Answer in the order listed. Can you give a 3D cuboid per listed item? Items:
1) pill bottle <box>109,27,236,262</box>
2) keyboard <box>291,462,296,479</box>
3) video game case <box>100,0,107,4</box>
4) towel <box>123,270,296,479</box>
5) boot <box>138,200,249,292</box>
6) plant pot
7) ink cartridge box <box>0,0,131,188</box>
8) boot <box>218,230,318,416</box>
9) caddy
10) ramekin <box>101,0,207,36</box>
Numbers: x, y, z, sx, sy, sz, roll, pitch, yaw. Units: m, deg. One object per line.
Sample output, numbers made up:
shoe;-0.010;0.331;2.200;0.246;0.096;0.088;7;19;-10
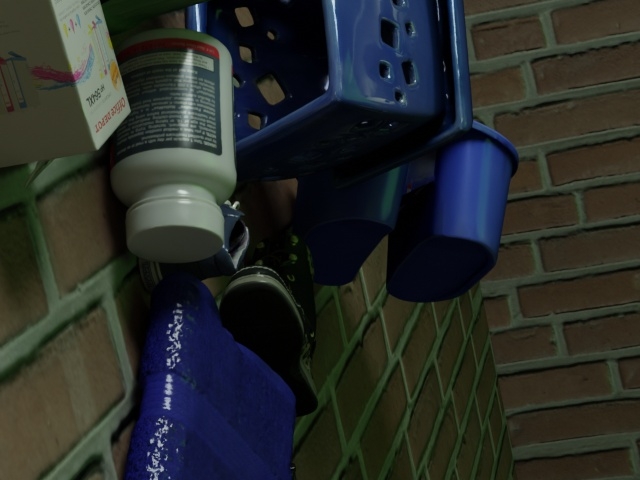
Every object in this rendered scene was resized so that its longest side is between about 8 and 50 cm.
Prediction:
pill bottle;-0.125;-0.078;1.253;0.108;0.108;0.180;53;30;-62
keyboard;-0.063;0.292;1.427;0.317;0.033;0.201;-75;152;-62
video game case;-0.152;-0.300;1.024;0.035;0.248;0.275;56;-6;41
towel;-0.101;0.208;1.243;0.227;0.076;0.308;54;28;-42
boot;-0.102;-0.016;1.352;0.190;0.086;0.069;-79;155;-56
plant pot;0.016;-0.185;1.483;0.212;0.236;0.236;11;67;-37
ink cartridge box;-0.196;-0.117;1.022;0.092;0.090;0.143;-68;146;-65
boot;-0.053;0.055;1.520;0.236;0.085;0.178;74;11;-51
caddy;0.093;-0.054;1.736;0.341;0.241;0.179;125;-26;-70
ramekin;-0.148;-0.334;1.243;0.303;0.148;0.303;-9;90;-77
